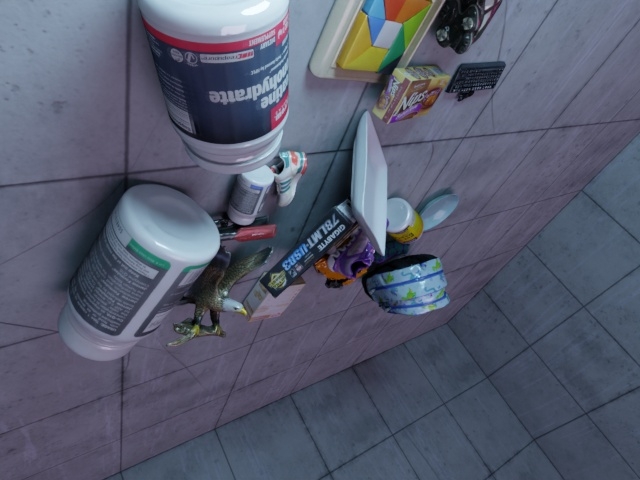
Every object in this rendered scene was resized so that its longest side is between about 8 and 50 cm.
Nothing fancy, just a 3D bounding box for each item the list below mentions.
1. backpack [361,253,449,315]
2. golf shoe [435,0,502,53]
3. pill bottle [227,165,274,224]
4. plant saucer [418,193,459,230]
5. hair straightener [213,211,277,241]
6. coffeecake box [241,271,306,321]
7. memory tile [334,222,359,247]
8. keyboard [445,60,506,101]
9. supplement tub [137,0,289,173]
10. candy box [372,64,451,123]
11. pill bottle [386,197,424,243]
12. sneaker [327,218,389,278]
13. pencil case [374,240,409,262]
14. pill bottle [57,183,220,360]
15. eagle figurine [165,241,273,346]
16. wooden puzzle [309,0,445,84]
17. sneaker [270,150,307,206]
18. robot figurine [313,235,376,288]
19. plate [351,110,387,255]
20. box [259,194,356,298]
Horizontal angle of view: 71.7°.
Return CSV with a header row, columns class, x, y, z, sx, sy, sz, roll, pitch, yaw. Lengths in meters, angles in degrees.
class,x,y,z,sx,sy,sz,roll,pitch,yaw
backpack,0.338,0.163,1.674,0.290,0.273,0.355,-10,159,-12
golf shoe,0.319,-0.507,0.861,0.120,0.105,0.273,-38,163,-33
pill bottle,-0.160,-0.103,0.995,0.078,0.078,0.137,-10,145,-38
plant saucer,0.426,-0.113,1.650,0.195,0.037,0.195,-25,152,-14
hair straightener,-0.223,-0.025,1.041,0.230,0.089,0.047,-14,132,-27
coffeecake box,-0.159,0.182,1.469,0.142,0.068,0.185,-3,140,-45
memory tile,0.100,-0.040,1.309,0.148,0.012,0.113,-45,180,26
keyboard,0.404,-0.412,1.160,0.180,0.023,0.108,-15,148,-30
supplement tub,-0.141,-0.250,0.654,0.191,0.191,0.272,-24,151,-18
candy box,0.208,-0.334,1.005,0.186,0.053,0.109,-27,155,-45
pill bottle,0.277,-0.058,1.491,0.117,0.117,0.215,-40,152,13
sneaker,0.135,0.027,1.356,0.236,0.104,0.095,-46,139,-2
pencil case,0.268,0.042,1.697,0.151,0.070,0.064,-14,147,-31
pill bottle,-0.383,0.077,0.911,0.361,0.204,0.204,-47,150,24
eagle figurine,-0.272,0.124,1.180,0.226,0.225,0.298,-107,-147,-79
wooden puzzle,0.116,-0.399,0.849,0.238,0.044,0.221,-9,144,-38
sneaker,-0.090,-0.147,1.041,0.075,0.057,0.161,4,139,-26
robot figurine,0.077,0.070,1.523,0.211,0.085,0.291,-36,152,5
plate,0.123,-0.131,1.108,0.045,0.278,0.277,-2,159,18
box,0.000,0.000,1.213,0.295,0.073,0.293,-44,177,21
